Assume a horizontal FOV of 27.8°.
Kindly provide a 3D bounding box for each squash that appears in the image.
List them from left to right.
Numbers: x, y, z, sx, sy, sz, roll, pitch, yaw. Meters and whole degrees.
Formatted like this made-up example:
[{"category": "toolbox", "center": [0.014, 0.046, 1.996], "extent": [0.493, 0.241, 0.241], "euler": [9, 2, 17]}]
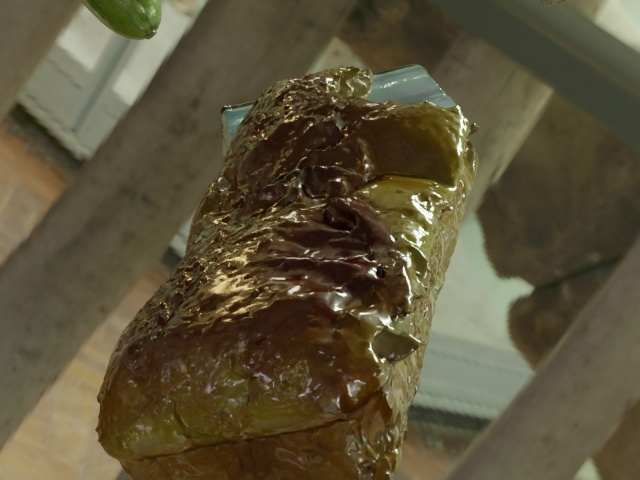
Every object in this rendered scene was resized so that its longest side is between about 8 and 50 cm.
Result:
[{"category": "squash", "center": [-0.266, -0.322, 1.586], "extent": [0.188, 0.095, 0.095], "euler": [51, 13, -7]}]

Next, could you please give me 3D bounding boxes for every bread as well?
[{"category": "bread", "center": [0.000, 0.000, 0.786], "extent": [0.109, 0.185, 0.380], "euler": [60, 27, -26]}]

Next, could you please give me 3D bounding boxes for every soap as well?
[{"category": "soap", "center": [0.019, -0.090, 1.391], "extent": [0.261, 0.150, 0.094], "euler": [-16, 46, -18]}]

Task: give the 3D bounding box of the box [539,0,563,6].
[{"category": "box", "center": [0.281, -0.323, 1.456], "extent": [0.089, 0.122, 0.062], "euler": [54, 38, -7]}]
